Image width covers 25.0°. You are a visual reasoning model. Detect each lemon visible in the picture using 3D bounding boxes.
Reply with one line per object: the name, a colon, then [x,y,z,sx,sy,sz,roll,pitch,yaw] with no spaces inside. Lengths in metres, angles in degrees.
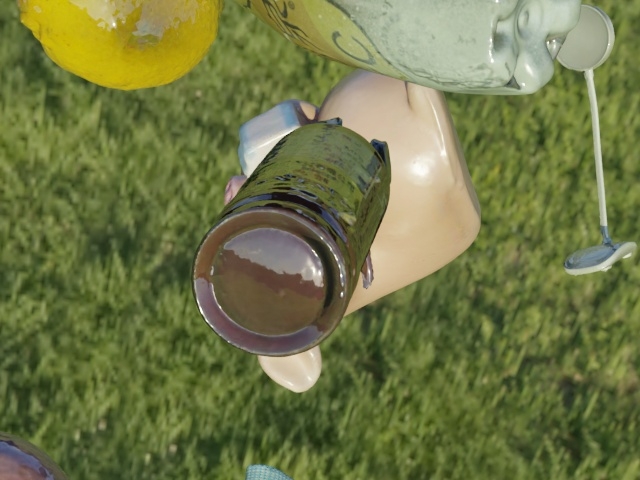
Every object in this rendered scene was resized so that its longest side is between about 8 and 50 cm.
lemon: [-0.234,-0.279,1.714,0.260,0.204,0.204,-1,41,-28]

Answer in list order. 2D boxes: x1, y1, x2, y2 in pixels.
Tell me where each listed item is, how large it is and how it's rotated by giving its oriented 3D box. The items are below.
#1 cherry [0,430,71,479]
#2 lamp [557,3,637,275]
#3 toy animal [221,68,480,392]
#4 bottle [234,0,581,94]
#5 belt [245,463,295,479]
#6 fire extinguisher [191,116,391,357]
cherry: [-0.293,0.280,1.223,0.213,0.285,0.236,12,76,-10]
lamp: [0.196,-0.076,1.063,0.050,0.198,0.056,-7,2,42]
toy animal: [0.017,-0.031,1.230,0.256,0.213,0.195,-25,41,15]
bottle: [-0.003,-0.134,0.706,0.270,0.083,0.083,21,35,37]
belt: [-0.012,0.310,1.645,0.179,0.100,0.065,38,47,-36]
fire extinguisher: [-0.007,-0.004,0.770,0.075,0.106,0.252,14,20,4]
